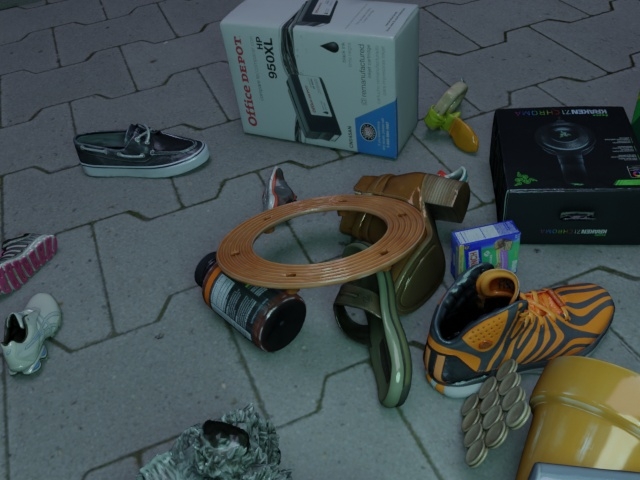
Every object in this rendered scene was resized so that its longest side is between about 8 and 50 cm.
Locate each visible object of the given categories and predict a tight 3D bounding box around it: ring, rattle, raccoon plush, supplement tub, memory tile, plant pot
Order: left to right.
[{"bbox_3d":[-0.104,0.407,0.680,0.446,0.216,0.299,-45,63,2],"label":"raccoon plush"},{"bbox_3d":[-0.122,0.091,1.029,0.106,0.106,0.197,-35,49,-28],"label":"supplement tub"},{"bbox_3d":[0.000,0.000,1.007,0.336,0.032,0.337,-7,24,3],"label":"ring"},{"bbox_3d":[0.329,-0.287,1.416,0.142,0.130,0.199,27,24,18],"label":"rattle"},{"bbox_3d":[0.224,0.221,0.812,0.012,0.113,0.148,37,19,-3],"label":"memory tile"},{"bbox_3d":[0.315,0.269,0.719,0.205,0.205,0.188,25,66,31],"label":"plant pot"}]

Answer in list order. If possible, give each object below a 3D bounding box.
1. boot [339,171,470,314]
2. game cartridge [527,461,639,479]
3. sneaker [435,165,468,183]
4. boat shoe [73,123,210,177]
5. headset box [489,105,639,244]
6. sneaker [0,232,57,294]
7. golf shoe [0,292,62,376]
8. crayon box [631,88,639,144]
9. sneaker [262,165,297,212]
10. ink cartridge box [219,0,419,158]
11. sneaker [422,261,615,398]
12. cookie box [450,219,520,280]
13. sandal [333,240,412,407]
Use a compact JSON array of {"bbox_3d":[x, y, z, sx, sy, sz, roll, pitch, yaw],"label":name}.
[{"bbox_3d":[0.117,-0.010,1.112,0.220,0.109,0.284,10,65,36],"label":"boot"},{"bbox_3d":[0.273,0.370,0.589,0.195,0.060,0.295,1,78,14],"label":"game cartridge"},{"bbox_3d":[0.216,-0.098,1.212,0.161,0.075,0.057,-19,43,-13],"label":"sneaker"},{"bbox_3d":[-0.403,-0.211,1.404,0.301,0.102,0.108,0,42,8],"label":"boat shoe"},{"bbox_3d":[0.451,-0.118,1.160,0.246,0.131,0.283,1,43,10],"label":"headset box"},{"bbox_3d":[-0.582,0.040,1.183,0.074,0.063,0.170,14,41,22],"label":"sneaker"},{"bbox_3d":[-0.483,0.137,1.043,0.069,0.086,0.176,-11,40,-2],"label":"golf shoe"},{"bbox_3d":[0.759,-0.263,1.142,0.362,0.313,0.106,-16,42,-9],"label":"crayon box"},{"bbox_3d":[-0.080,-0.089,1.273,0.064,0.061,0.158,16,41,-15],"label":"sneaker"},{"bbox_3d":[0.006,-0.366,1.382,0.394,0.286,0.166,13,46,22],"label":"ink cartridge box"},{"bbox_3d":[0.298,0.105,0.897,0.320,0.180,0.125,-21,44,-15],"label":"sneaker"},{"bbox_3d":[0.277,0.021,1.060,0.107,0.092,0.040,-12,39,-4],"label":"cookie box"},{"bbox_3d":[0.067,0.113,0.960,0.086,0.120,0.303,-2,42,-9],"label":"sandal"}]
